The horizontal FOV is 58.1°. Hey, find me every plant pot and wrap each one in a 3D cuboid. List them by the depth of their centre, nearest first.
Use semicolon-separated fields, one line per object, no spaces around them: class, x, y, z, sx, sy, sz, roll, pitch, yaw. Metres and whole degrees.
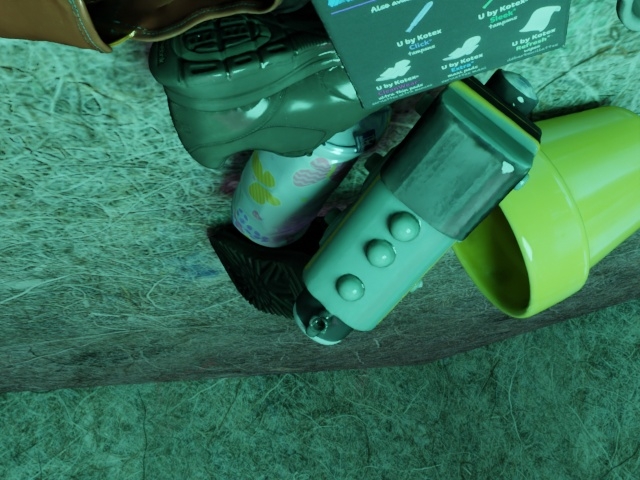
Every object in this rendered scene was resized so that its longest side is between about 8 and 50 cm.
plant pot;0.308;-0.060;0.769;0.239;0.254;0.254;-26;160;-4

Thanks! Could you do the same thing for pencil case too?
pencil case;-0.023;-0.090;0.685;0.124;0.113;0.273;-29;171;-31

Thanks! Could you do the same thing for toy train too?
toy train;0.088;-0.026;0.594;0.334;0.142;0.190;-51;177;32

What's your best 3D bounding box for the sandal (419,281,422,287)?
sandal;0.086;0.027;1.090;0.265;0.076;0.102;21;160;-31

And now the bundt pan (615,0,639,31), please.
bundt pan;0.253;-0.265;0.268;0.331;0.124;0.331;-24;160;-9

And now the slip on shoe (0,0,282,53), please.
slip on shoe;-0.175;-0.180;0.390;0.332;0.101;0.123;-9;161;2

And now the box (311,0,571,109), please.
box;0.042;-0.218;0.297;0.143;0.165;0.270;-15;159;14

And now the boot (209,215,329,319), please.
boot;0.002;0.004;0.911;0.260;0.131;0.348;-34;-152;-27

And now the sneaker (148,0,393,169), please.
sneaker;0.003;-0.141;0.502;0.286;0.109;0.130;-13;143;-13
